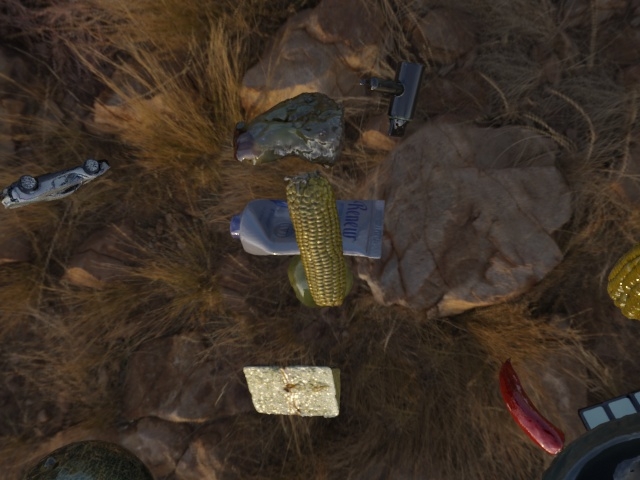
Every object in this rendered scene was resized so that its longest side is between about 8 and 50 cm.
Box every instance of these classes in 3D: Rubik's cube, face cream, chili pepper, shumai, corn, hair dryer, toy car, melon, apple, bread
[{"bbox_3d":[0.648,0.404,0.938,0.162,0.160,0.163,-32,52,19],"label":"Rubik's cube"},{"bbox_3d":[-0.041,-0.034,1.250,0.420,0.235,0.137,1,130,10],"label":"face cream"},{"bbox_3d":[0.681,0.546,1.488,0.137,0.092,0.368,-14,50,-18],"label":"chili pepper"},{"bbox_3d":[-0.104,-0.328,1.344,0.283,0.346,0.217,1,118,-24],"label":"shumai"},{"bbox_3d":[0.000,0.000,0.994,0.106,0.106,0.305,-12,107,2],"label":"corn"},{"bbox_3d":[0.171,-0.371,1.199,0.078,0.248,0.196,25,113,37],"label":"hair dryer"},{"bbox_3d":[-0.228,-0.050,0.405,0.093,0.041,0.025,-28,105,-37],"label":"toy car"},{"bbox_3d":[-0.381,0.496,0.764,0.248,0.248,0.329,-15,100,2],"label":"melon"},{"bbox_3d":[0.537,0.043,0.703,0.130,0.347,0.130,-6,65,14],"label":"corn"},{"bbox_3d":[-0.004,0.131,1.800,0.262,0.262,0.262,0,90,2],"label":"apple"},{"bbox_3d":[-0.080,0.458,1.648,0.345,0.405,0.242,-8,105,12],"label":"bread"}]

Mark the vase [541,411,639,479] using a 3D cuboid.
[{"bbox_3d":[0.385,0.341,0.418,0.245,0.245,0.291,-42,93,2],"label":"vase"}]
